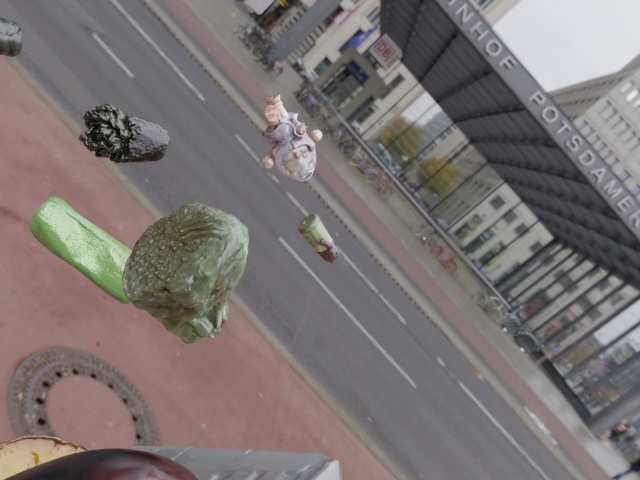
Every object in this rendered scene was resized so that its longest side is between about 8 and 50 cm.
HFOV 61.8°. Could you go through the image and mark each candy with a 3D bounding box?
[{"bbox_3d":[-0.599,0.028,1.420,0.343,0.132,0.142,42,12,-17],"label":"candy"}]

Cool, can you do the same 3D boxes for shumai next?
[{"bbox_3d":[-0.227,0.056,1.053,0.222,0.260,0.225,40,13,-47],"label":"shumai"}]

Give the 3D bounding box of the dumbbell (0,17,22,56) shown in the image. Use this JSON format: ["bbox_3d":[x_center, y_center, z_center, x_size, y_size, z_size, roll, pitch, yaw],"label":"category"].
[{"bbox_3d":[-0.309,-0.132,0.262,0.289,0.192,0.192,-4,49,-44],"label":"dumbbell"}]

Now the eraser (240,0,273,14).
[{"bbox_3d":[-0.106,-0.402,0.717,0.068,0.124,0.210,55,18,14],"label":"eraser"}]

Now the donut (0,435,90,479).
[{"bbox_3d":[-0.307,0.265,0.489,0.217,0.085,0.141,-35,106,-52],"label":"donut"}]

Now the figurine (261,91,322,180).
[{"bbox_3d":[-0.097,-0.293,1.580,0.133,0.200,0.276,53,-10,50],"label":"figurine"}]

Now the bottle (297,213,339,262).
[{"bbox_3d":[0.000,0.001,1.019,0.101,0.047,0.063,54,13,-26],"label":"bottle"}]

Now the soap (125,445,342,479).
[{"bbox_3d":[-0.195,0.441,0.716,0.350,0.434,0.213,-20,99,-61],"label":"soap"}]

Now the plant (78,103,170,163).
[{"bbox_3d":[-0.341,-0.179,0.932,0.143,0.095,0.092,8,31,-49],"label":"plant"}]

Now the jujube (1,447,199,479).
[{"bbox_3d":[-0.176,0.222,0.328,0.236,0.168,0.168,-3,37,-21],"label":"jujube"}]
